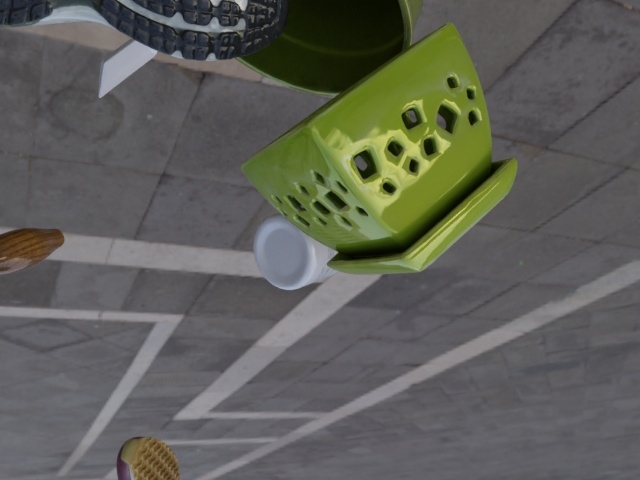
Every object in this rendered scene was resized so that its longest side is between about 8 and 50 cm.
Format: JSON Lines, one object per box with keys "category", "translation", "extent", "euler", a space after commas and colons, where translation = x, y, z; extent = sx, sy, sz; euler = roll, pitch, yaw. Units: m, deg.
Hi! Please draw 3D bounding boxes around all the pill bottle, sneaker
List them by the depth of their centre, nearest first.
{"category": "sneaker", "translation": [-0.186, 0.261, 0.665], "extent": [0.084, 0.069, 0.185], "euler": [1, 134, 14]}
{"category": "sneaker", "translation": [-0.241, -0.326, 0.783], "extent": [0.411, 0.182, 0.157], "euler": [8, 115, -9]}
{"category": "pill bottle", "translation": [0.000, 0.000, 1.153], "extent": [0.131, 0.131, 0.229], "euler": [-26, 175, 36]}

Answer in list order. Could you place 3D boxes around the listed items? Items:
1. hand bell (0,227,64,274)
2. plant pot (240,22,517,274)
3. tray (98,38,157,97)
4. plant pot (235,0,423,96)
{"category": "hand bell", "translation": [-0.316, 0.030, 0.547], "extent": [0.126, 0.126, 0.242], "euler": [-22, -177, 30]}
{"category": "plant pot", "translation": [0.075, -0.084, 0.769], "extent": [0.227, 0.207, 0.228], "euler": [-40, -167, -22]}
{"category": "tray", "translation": [-0.549, -0.529, 1.850], "extent": [0.030, 0.270, 0.145], "euler": [35, 142, 0]}
{"category": "plant pot", "translation": [0.017, -0.451, 0.866], "extent": [0.367, 0.352, 0.366], "euler": [24, 161, 9]}
